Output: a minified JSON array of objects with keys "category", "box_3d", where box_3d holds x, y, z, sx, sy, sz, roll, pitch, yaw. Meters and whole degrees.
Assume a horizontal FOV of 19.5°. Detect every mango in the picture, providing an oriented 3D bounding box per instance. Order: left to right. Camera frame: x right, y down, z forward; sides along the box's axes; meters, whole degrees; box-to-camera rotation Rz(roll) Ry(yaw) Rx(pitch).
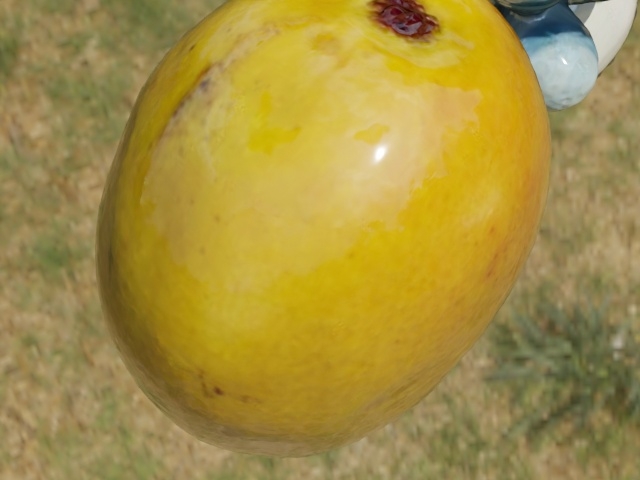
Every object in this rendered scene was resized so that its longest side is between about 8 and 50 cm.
[{"category":"mango","box_3d":[0.000,0.000,1.125,0.232,0.445,0.300,32,72,8]}]

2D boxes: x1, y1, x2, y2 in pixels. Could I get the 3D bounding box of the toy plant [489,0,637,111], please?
[{"category":"toy plant","box_3d":[0.163,-0.225,1.532,0.247,0.332,0.247,0,92,5]}]
